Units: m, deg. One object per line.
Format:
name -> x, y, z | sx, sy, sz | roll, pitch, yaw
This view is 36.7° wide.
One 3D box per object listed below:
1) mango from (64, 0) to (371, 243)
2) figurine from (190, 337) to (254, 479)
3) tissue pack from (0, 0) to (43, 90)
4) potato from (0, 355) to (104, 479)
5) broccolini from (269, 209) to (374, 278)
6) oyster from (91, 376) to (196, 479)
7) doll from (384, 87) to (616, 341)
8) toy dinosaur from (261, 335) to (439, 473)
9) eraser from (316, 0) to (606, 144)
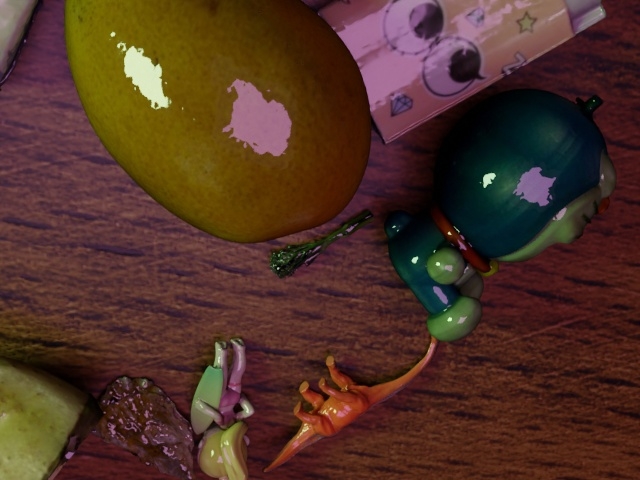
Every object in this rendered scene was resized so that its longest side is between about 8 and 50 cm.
mango -> -0.113, -0.165, 0.997 | 0.264, 0.221, 0.378 | -35, 99, 19
figurine -> -0.115, 0.215, 1.182 | 0.083, 0.083, 0.187 | 5, 98, -11
tissue pack -> -0.358, -0.337, 0.950 | 0.242, 0.125, 0.344 | 28, 102, -17
potato -> -0.408, 0.238, 1.071 | 0.242, 0.242, 0.285 | 36, 116, -17
broccolini -> 0.000, 0.000, 1.167 | 0.140, 0.030, 0.035 | -33, 73, -4
oyster -> -0.220, 0.235, 1.192 | 0.121, 0.045, 0.146 | -6, 107, 7
doll -> 0.199, -0.043, 1.098 | 0.186, 0.198, 0.322 | 42, 105, -5
toy dinosaur -> 0.033, 0.192, 1.213 | 0.279, 0.055, 0.101 | -41, 118, 2
eraser -> 0.154, -0.254, 1.082 | 0.290, 0.087, 0.171 | -30, 110, 0
